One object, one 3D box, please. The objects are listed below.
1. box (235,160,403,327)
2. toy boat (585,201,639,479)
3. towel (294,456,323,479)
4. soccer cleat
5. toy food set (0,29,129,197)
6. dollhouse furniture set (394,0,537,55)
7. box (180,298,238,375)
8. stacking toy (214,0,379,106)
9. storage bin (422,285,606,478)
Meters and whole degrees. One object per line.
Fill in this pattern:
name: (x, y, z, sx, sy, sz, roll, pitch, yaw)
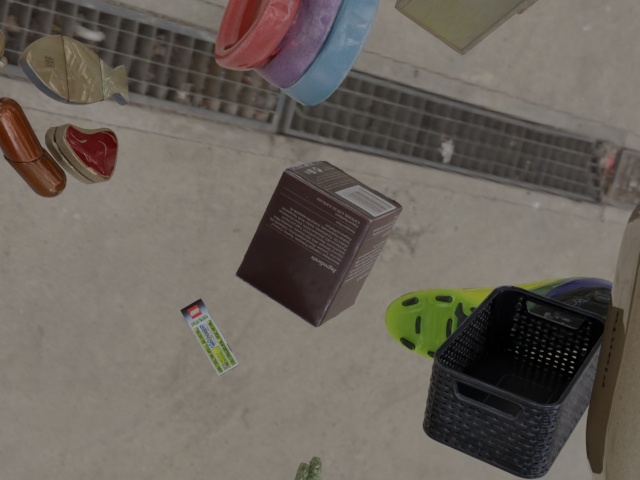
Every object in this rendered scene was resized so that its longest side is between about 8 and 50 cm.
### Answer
box: (0.000, 0.000, 1.533, 0.203, 0.167, 0.168, -63, 165, 18)
toy boat: (0.239, 0.081, 0.531, 0.151, 0.151, 0.231, 21, 81, -79)
towel: (-0.024, 0.295, 0.914, 0.110, 0.027, 0.148, 87, 19, -50)
soccer cleat: (0.226, 0.095, 1.143, 0.121, 0.289, 0.093, -26, 111, -76)
toy food set: (-0.122, -0.049, 0.367, 0.122, 0.019, 0.077, 17, 66, -60)
dollhouse furniture set: (0.300, -0.563, 1.629, 0.362, 0.256, 0.394, 30, 56, -20)
box: (-0.172, 0.150, 1.459, 0.036, 0.207, 0.114, -30, 88, -9)
stacking toy: (0.043, -0.269, 0.758, 0.130, 0.279, 0.308, 22, 68, -21)
storage bin: (0.188, 0.128, 0.891, 0.180, 0.122, 0.084, -36, 138, -50)
